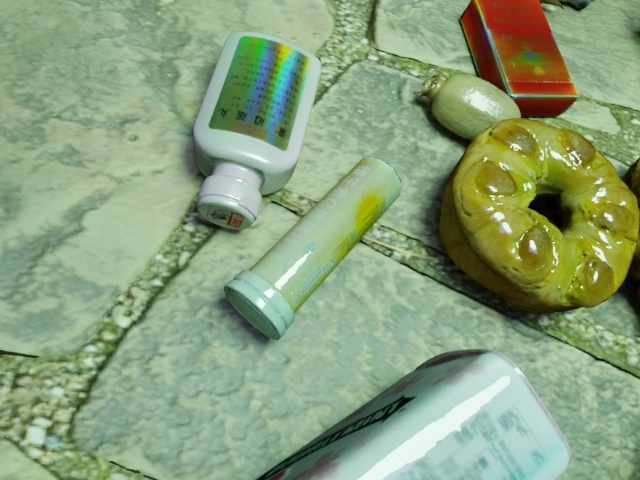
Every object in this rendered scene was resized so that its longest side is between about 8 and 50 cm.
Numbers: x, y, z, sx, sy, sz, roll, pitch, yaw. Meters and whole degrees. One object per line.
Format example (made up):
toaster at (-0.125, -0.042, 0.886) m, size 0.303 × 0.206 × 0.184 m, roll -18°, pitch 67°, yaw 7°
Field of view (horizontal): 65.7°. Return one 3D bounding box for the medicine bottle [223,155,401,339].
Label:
medicine bottle at (0.000, 0.000, 0.520) m, size 0.074 × 0.074 × 0.218 m, roll 41°, pitch 64°, yaw 5°

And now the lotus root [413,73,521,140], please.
lotus root at (0.192, -0.167, 0.628) m, size 0.150 × 0.073 × 0.062 m, roll 28°, pitch 22°, yaw 0°

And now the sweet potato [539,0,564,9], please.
sweet potato at (0.280, -0.386, 0.746) m, size 0.194 × 0.056 × 0.057 m, roll 20°, pitch 66°, yaw -9°

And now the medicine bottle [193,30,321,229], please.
medicine bottle at (-0.075, -0.121, 0.543) m, size 0.115 × 0.078 × 0.219 m, roll 16°, pitch 66°, yaw -9°

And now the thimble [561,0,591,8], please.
thimble at (0.384, -0.501, 0.756) m, size 0.217 × 0.157 × 0.246 m, roll -32°, pitch 80°, yaw -21°

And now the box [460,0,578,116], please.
box at (0.275, -0.258, 0.694) m, size 0.112 × 0.048 × 0.175 m, roll -4°, pitch 69°, yaw -16°

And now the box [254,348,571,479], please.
box at (-0.014, 0.222, 0.365) m, size 0.369 × 0.190 × 0.112 m, roll -26°, pitch 76°, yaw -22°

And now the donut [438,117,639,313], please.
donut at (0.244, -0.028, 0.561) m, size 0.226 × 0.114 × 0.227 m, roll 4°, pitch 68°, yaw -11°

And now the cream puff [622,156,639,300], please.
cream puff at (0.459, -0.005, 0.588) m, size 0.240 × 0.155 × 0.269 m, roll 26°, pitch 59°, yaw -8°
